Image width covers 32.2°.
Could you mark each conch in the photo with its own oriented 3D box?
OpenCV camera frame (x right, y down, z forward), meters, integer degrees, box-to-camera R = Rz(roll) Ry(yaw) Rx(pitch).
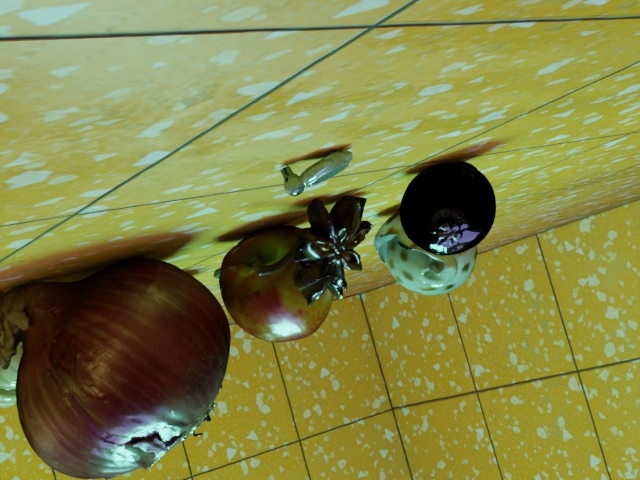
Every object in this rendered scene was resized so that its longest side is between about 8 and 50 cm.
[{"bbox_3d":[0.189,0.011,1.976,0.149,0.183,0.275,-47,-170,-16],"label":"conch"}]

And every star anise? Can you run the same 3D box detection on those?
[{"bbox_3d":[0.001,0.000,1.560,0.073,0.177,0.234,25,174,26],"label":"star anise"}]

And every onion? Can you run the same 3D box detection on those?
[{"bbox_3d":[-0.284,0.189,1.609,0.354,0.353,0.353,-16,174,-2],"label":"onion"}]

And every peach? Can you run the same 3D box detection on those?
[{"bbox_3d":[-0.061,0.072,1.707,0.197,0.197,0.197,-16,174,-2],"label":"peach"}]

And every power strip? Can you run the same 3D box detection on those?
[{"bbox_3d":[-0.005,-0.080,1.214,0.083,0.035,0.055,-29,174,0],"label":"power strip"}]

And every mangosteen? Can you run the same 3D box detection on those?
[{"bbox_3d":[0.177,-0.053,1.549,0.137,0.137,0.151,-17,-152,14],"label":"mangosteen"}]

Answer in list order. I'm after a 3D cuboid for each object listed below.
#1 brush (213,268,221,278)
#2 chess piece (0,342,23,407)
[{"bbox_3d":[-0.116,0.045,2.006,0.054,0.048,0.282,-16,174,-31],"label":"brush"},{"bbox_3d":[-0.596,0.258,2.063,0.397,0.117,0.117,-47,158,30],"label":"chess piece"}]
